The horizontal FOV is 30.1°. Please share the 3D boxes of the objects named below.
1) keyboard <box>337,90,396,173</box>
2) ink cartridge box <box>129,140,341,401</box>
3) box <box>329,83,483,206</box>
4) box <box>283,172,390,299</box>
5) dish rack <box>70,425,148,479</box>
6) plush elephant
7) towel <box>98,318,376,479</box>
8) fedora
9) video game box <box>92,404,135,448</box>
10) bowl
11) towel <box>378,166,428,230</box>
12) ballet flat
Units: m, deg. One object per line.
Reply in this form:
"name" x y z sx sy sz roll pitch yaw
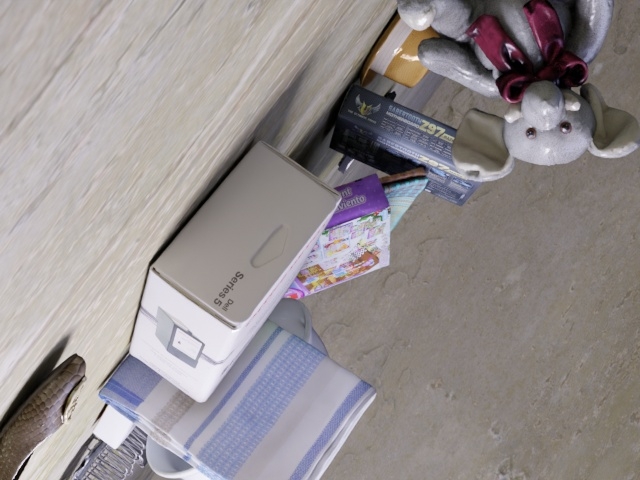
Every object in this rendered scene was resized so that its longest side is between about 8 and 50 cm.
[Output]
"keyboard" 0.089 -0.212 2.338 0.180 0.023 0.108 -56 -177 21
"ink cartridge box" -0.101 0.041 1.327 0.198 0.115 0.273 -53 177 -27
"box" 0.133 -0.138 1.769 0.183 0.233 0.059 106 7 -79
"box" -0.002 0.007 1.710 0.201 0.057 0.293 -21 163 -4
"dish rack" -0.297 0.315 1.762 0.208 0.074 0.271 -57 176 35
"plush elephant" 0.281 -0.214 1.576 0.272 0.255 0.330 -19 155 9
"towel" -0.098 0.185 1.429 0.209 0.285 0.034 -52 166 -23
"fedora" 0.135 -0.283 1.694 0.194 0.079 0.194 -53 177 -4
"video game box" -0.210 0.158 1.604 0.205 0.048 0.187 -56 175 37
"bowl" -0.084 0.229 1.600 0.298 0.134 0.298 -38 -157 19
"towel" 0.000 0.000 1.850 0.272 0.040 0.370 -16 165 -17
"ballet flat" -0.276 0.210 1.066 0.249 0.058 0.084 -54 178 4
